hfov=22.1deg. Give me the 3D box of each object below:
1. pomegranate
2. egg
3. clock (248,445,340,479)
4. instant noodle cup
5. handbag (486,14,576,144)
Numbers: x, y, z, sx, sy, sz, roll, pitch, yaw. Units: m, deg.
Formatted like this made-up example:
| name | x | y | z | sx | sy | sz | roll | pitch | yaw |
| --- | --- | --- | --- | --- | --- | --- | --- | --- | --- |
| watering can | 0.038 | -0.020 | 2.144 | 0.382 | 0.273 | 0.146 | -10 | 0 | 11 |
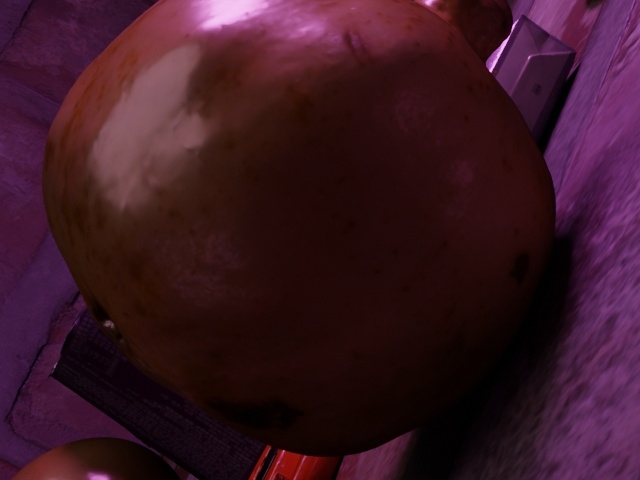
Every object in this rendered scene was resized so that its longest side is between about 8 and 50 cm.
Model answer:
| name | x | y | z | sx | sy | sz | roll | pitch | yaw |
| --- | --- | --- | --- | --- | --- | --- | --- | --- | --- |
| pomegranate | 0.003 | -0.039 | 1.035 | 0.342 | 0.343 | 0.342 | -61 | 5 | 9 |
| egg | -0.269 | 0.361 | 1.893 | 0.322 | 0.250 | 0.250 | -60 | 5 | 37 |
| clock | -0.037 | 0.222 | 1.434 | 0.205 | 0.051 | 0.205 | -60 | 5 | 9 |
| instant noodle cup | -0.135 | 0.104 | 1.850 | 0.339 | 0.266 | 0.340 | -63 | 4 | 8 |
| handbag | 0.124 | -0.091 | 1.291 | 0.117 | 0.095 | 0.173 | -59 | 11 | -27 |
